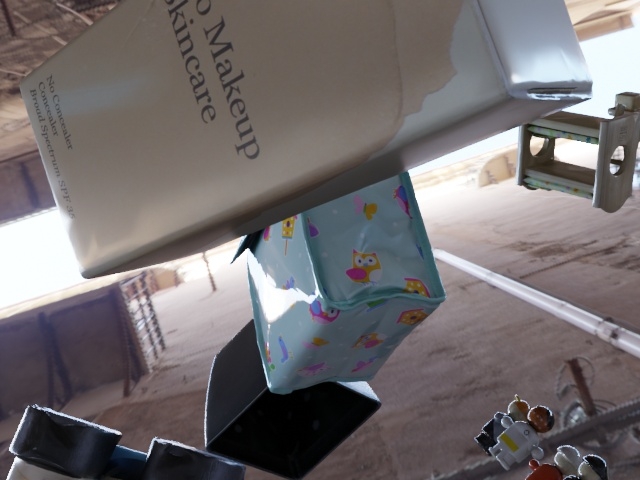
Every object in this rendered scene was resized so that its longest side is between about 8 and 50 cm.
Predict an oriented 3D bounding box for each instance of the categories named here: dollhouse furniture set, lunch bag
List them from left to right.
[{"bbox_3d":[0.000,0.000,0.795,0.160,0.223,0.262,-4,-119,-22],"label":"lunch bag"},{"bbox_3d":[0.295,-0.114,0.852,0.160,0.182,0.101,-17,-64,-31],"label":"dollhouse furniture set"}]

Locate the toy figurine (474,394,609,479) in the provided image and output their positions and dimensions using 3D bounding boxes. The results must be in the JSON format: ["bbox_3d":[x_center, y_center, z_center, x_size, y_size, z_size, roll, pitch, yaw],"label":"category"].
[{"bbox_3d":[0.419,0.407,1.410,0.148,0.213,0.209,-41,-97,-4],"label":"toy figurine"}]

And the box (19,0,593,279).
[{"bbox_3d":[-0.026,-0.090,0.430,0.311,0.121,0.148,-22,-93,37],"label":"box"}]

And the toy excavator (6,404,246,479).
[{"bbox_3d":[-0.149,0.375,0.912,0.432,0.445,0.222,14,-107,5],"label":"toy excavator"}]

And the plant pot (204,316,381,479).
[{"bbox_3d":[-0.056,0.212,1.093,0.188,0.167,0.187,33,-71,-36],"label":"plant pot"}]
